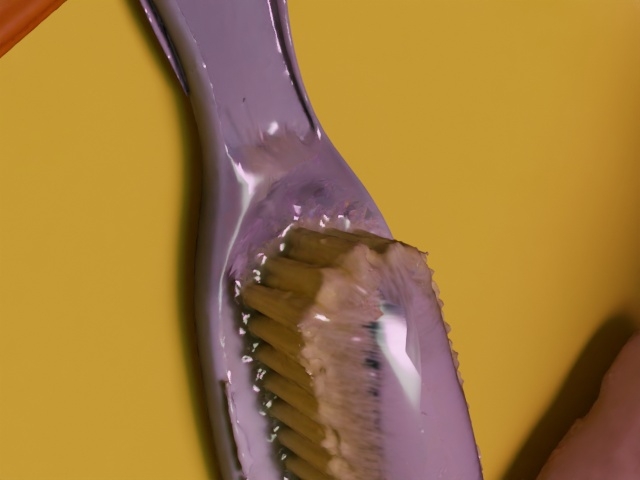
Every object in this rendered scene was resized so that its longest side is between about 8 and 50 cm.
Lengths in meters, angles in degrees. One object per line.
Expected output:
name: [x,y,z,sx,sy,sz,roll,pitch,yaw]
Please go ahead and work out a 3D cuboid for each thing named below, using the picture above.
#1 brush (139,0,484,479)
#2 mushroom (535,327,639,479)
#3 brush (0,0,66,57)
brush: [0.000,0.000,0.448,0.068,0.060,0.296,-28,118,-27]
mushroom: [0.151,0.112,0.538,0.156,0.151,0.285,42,75,-39]
brush: [-0.012,-0.111,0.407,0.314,0.017,0.090,-44,113,-29]
